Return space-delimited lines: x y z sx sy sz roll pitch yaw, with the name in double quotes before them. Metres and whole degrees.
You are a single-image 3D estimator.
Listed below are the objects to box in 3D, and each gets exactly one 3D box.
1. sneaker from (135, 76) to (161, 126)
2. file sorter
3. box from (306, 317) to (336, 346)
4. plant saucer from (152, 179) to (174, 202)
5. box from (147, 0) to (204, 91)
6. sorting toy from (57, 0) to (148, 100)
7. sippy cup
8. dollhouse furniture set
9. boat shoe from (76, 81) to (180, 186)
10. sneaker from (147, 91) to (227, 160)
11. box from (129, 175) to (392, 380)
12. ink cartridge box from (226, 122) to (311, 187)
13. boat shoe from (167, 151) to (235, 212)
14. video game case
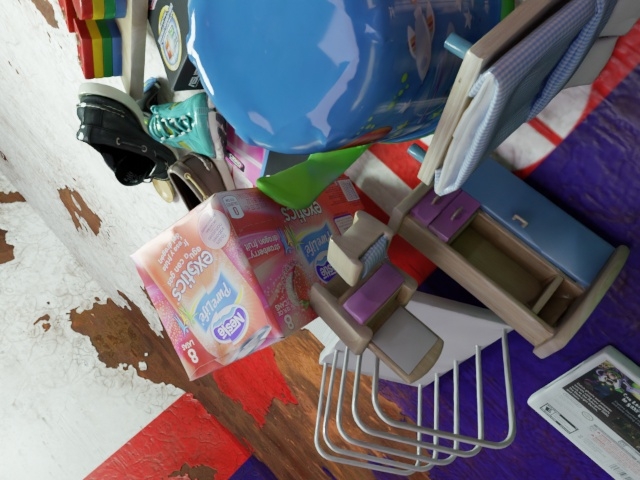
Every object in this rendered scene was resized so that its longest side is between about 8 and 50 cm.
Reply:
"sneaker" -0.338 -0.253 0.987 0.078 0.067 0.188 30 144 -5
"file sorter" 0.115 0.214 0.693 0.192 0.173 0.278 15 145 -8
"box" 0.032 0.113 0.832 0.087 0.101 0.102 44 146 13
"plant saucer" -0.377 -0.130 1.179 0.083 0.015 0.084 32 142 29
"box" -0.161 -0.352 0.612 0.270 0.060 0.217 -28 79 57
"sorting toy" -0.353 -0.396 0.757 0.257 0.089 0.255 66 151 15
"sippy cup" 0.020 -0.178 0.414 0.239 0.224 0.306 -1 112 33
"dollhouse furniture set" 0.164 -0.032 0.370 0.198 0.286 0.303 41 156 16
"boat shoe" -0.360 -0.162 0.933 0.127 0.113 0.340 8 166 -2
"sneaker" -0.214 -0.178 0.779 0.275 0.109 0.107 -164 69 -63
"box" -0.046 0.027 0.595 0.142 0.300 0.154 -29 86 29
"ink cartridge box" -0.038 -0.196 0.669 0.175 0.069 0.371 43 143 14
"boat shoe" -0.205 -0.025 0.995 0.116 0.096 0.325 14 131 43
"video game case" 0.379 0.232 0.598 0.190 0.022 0.173 41 146 18
